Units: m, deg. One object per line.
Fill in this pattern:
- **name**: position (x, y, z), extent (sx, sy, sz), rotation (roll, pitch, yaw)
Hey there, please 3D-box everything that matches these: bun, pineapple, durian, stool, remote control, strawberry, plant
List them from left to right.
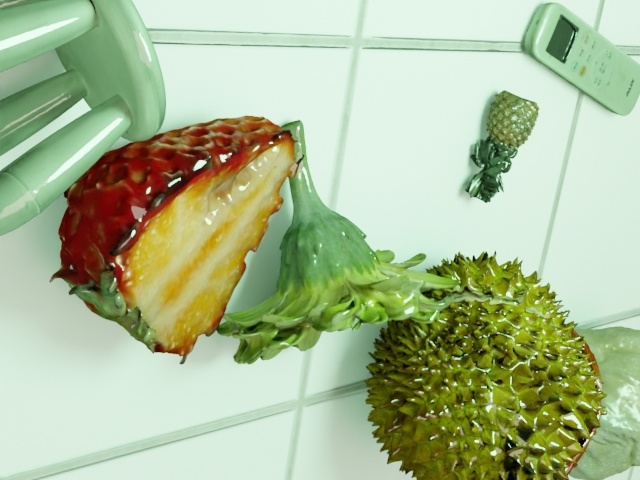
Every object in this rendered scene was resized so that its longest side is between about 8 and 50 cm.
- **stool**: position (-0.263, -0.140, 0.897), extent (0.198, 0.195, 0.195), rotation (-32, 129, -27)
- **strawberry**: position (-0.168, -0.034, 1.079), extent (0.280, 0.150, 0.253), rotation (-62, 155, -3)
- **plant**: position (-0.017, 0.044, 1.258), extent (0.297, 0.306, 0.261), rotation (44, 101, -5)
- **durian**: position (0.231, 0.203, 1.453), extent (0.384, 0.347, 0.348), rotation (41, 80, -26)
- **pineapple**: position (0.256, -0.131, 1.479), extent (0.074, 0.074, 0.159), rotation (11, 104, -45)
- **remote control**: position (0.405, -0.272, 1.570), extent (0.309, 0.038, 0.090), rotation (20, 95, -46)
- **bun**: position (0.466, 0.271, 1.760), extent (0.204, 0.281, 0.282), rotation (13, 101, -20)
